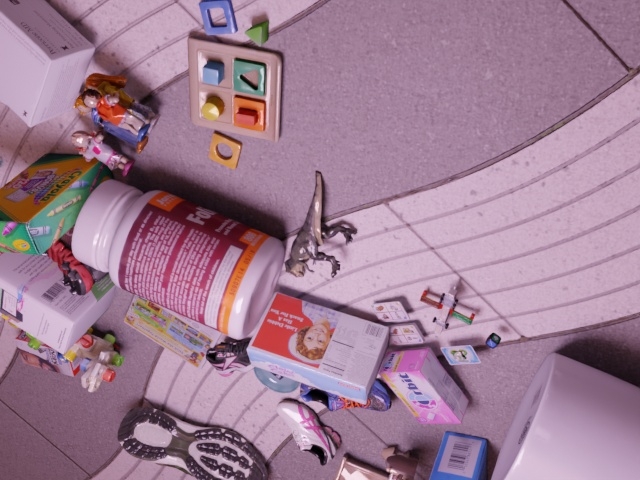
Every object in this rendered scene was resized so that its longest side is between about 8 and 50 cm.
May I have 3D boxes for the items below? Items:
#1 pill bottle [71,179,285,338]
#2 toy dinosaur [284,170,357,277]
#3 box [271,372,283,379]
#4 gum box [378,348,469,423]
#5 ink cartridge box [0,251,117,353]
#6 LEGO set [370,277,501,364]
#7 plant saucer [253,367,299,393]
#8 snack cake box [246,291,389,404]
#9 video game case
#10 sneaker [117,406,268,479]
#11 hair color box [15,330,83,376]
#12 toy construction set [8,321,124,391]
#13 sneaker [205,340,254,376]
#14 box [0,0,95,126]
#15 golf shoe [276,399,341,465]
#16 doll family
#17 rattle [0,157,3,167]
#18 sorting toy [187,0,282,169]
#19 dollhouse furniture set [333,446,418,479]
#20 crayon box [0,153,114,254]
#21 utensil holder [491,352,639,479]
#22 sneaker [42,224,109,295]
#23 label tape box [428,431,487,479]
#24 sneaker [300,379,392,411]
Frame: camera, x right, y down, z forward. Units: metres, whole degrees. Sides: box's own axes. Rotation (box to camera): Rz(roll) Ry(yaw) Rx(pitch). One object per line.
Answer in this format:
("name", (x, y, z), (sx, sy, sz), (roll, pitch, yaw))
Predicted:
("pill bottle", (-0.292, 0.030, 1.698), (0.392, 0.224, 0.224), (23, 129, 9))
("toy dinosaur", (0.000, 0.000, 1.648), (0.118, 0.064, 0.268), (29, 127, 13))
("box", (-0.096, 0.266, 1.863), (0.067, 0.083, 0.018), (40, 129, -6))
("gum box", (0.222, 0.314, 1.739), (0.107, 0.062, 0.188), (-13, 126, 42))
("ink cartridge box", (-0.651, 0.106, 1.930), (0.278, 0.201, 0.117), (31, 126, 2))
("LEGO set", (0.245, 0.174, 1.675), (0.244, 0.060, 0.182), (-12, 119, 43))
("plant saucer", (-0.100, 0.309, 1.936), (0.119, 0.021, 0.119), (13, 128, 17))
("snack cake box", (-0.002, 0.225, 1.733), (0.265, 0.152, 0.089), (17, 149, 14))
("video game case", (-0.346, 0.188, 1.965), (0.227, 0.026, 0.206), (32, 130, 0))
("sneaker", (-0.326, 0.562, 2.181), (0.411, 0.158, 0.182), (23, 160, 7))
("hair color box", (-0.726, 0.300, 2.204), (0.167, 0.053, 0.093), (11, 127, 20))
("toy construction set", (-0.608, 0.248, 2.031), (0.328, 0.151, 0.215), (34, 153, 20))
("sneaker", (-0.204, 0.266, 1.911), (0.178, 0.072, 0.077), (-30, 122, 36))
("box", (-0.564, -0.355, 1.602), (0.181, 0.119, 0.182), (43, 131, 6))
("golf shoe", (-0.035, 0.458, 1.970), (0.186, 0.086, 0.067), (40, 131, -4))
("doll family", (-0.418, -0.249, 1.651), (0.163, 0.118, 0.263), (34, 149, -8))
("rattle", (-0.825, -0.152, 1.947), (0.130, 0.142, 0.199), (9, 116, -21))
("sorting toy", (-0.168, -0.274, 1.539), (0.196, 0.047, 0.347), (15, 128, 15))
("dollhouse furniture set", (0.084, 0.611, 1.839), (0.174, 0.355, 0.303), (20, 90, 10))
("crayon box", (-0.579, -0.082, 1.717), (0.166, 0.278, 0.081), (4, 125, 22))
("utensil holder", (0.549, 0.425, 1.518), (0.386, 0.327, 0.327), (23, 130, 10))
("sneaker", (-0.576, -0.002, 1.895), (0.276, 0.135, 0.097), (47, 146, 19))
("label tape box", (0.303, 0.636, 1.834), (0.106, 0.240, 0.333), (6, 125, 21))
("sneaker", (0.053, 0.353, 1.852), (0.221, 0.087, 0.083), (8, 126, 21))
